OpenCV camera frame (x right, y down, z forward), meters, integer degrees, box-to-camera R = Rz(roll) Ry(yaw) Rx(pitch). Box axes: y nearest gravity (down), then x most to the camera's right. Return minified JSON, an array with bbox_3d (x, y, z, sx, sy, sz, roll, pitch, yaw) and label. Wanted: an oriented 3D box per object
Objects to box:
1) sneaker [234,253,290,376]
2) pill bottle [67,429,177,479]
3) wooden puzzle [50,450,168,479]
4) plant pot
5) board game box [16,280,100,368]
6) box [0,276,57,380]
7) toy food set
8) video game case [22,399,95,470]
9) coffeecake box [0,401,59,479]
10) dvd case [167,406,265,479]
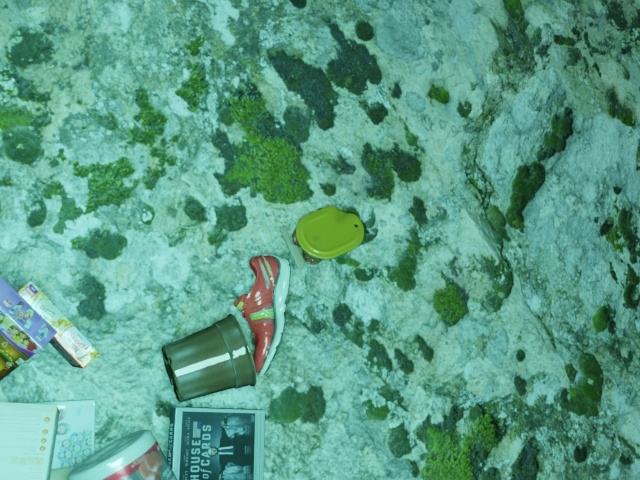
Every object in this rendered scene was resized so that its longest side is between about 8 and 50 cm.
[{"bbox_3d":[-0.141,0.169,1.737,0.118,0.107,0.279,8,76,-6],"label":"sneaker"},{"bbox_3d":[-0.332,0.541,1.451,0.176,0.176,0.318,-29,93,-26],"label":"pill bottle"},{"bbox_3d":[-0.420,0.623,1.534,0.322,0.080,0.347,-2,79,-29],"label":"wooden puzzle"},{"bbox_3d":[-0.244,0.262,1.630,0.165,0.167,0.167,-18,91,-20],"label":"plant pot"},{"bbox_3d":[-0.529,0.169,1.504,0.045,0.147,0.193,-45,102,-24],"label":"board game box"},{"bbox_3d":[-0.662,0.126,1.417,0.293,0.201,0.057,48,31,-12],"label":"box"},{"bbox_3d":[0.000,0.000,1.837,0.218,0.071,0.128,-22,69,-29],"label":"toy food set"},{"bbox_3d":[-0.533,0.406,1.540,0.143,0.019,0.157,3,81,-26],"label":"video game case"},{"bbox_3d":[-0.584,0.407,1.441,0.142,0.068,0.185,5,63,-10],"label":"coffeecake box"},{"bbox_3d":[-0.221,0.452,1.636,0.239,0.030,0.179,13,71,-42],"label":"dvd case"}]
